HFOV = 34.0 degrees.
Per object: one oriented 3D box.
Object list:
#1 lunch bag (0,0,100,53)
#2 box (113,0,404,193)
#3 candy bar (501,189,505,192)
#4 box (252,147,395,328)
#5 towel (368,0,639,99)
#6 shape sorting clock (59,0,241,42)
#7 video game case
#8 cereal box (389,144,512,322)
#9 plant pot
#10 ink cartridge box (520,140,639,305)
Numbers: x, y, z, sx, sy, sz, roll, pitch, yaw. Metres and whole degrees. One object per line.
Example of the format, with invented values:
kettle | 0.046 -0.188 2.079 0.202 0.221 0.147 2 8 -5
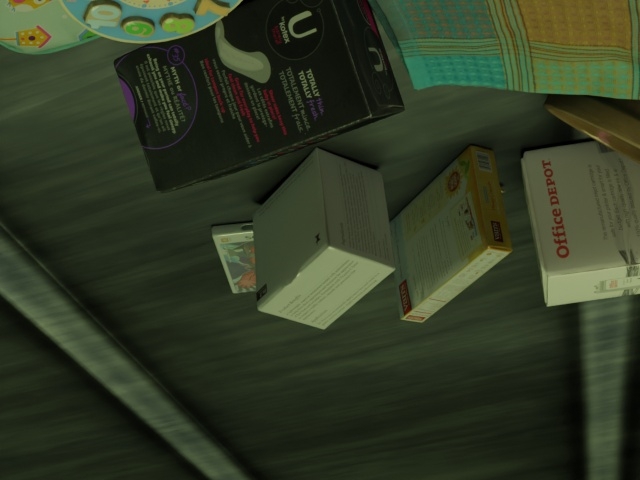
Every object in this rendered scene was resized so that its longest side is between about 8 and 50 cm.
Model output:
lunch bag | -0.271 -0.310 1.015 0.224 0.108 0.279 -19 150 13
box | -0.067 -0.175 1.179 0.270 0.165 0.143 -17 -176 22
candy bar | 0.217 -0.048 1.628 0.040 0.018 0.161 18 142 -34
box | 0.000 0.000 1.497 0.119 0.182 0.181 19 137 -30
towel | 0.240 -0.230 1.142 0.370 0.040 0.271 8 161 23
shape sorting clock | -0.152 -0.261 0.996 0.206 0.040 0.206 -12 149 -7
video game case | -0.070 0.026 1.709 0.183 0.023 0.201 -6 150 3
cereal box | 0.184 -0.005 1.543 0.047 0.173 0.240 10 148 -25
plant pot | 0.411 -0.160 1.316 0.237 0.237 0.109 23 101 -38
ink cartridge box | 0.441 -0.037 1.488 0.283 0.207 0.117 -8 152 8
